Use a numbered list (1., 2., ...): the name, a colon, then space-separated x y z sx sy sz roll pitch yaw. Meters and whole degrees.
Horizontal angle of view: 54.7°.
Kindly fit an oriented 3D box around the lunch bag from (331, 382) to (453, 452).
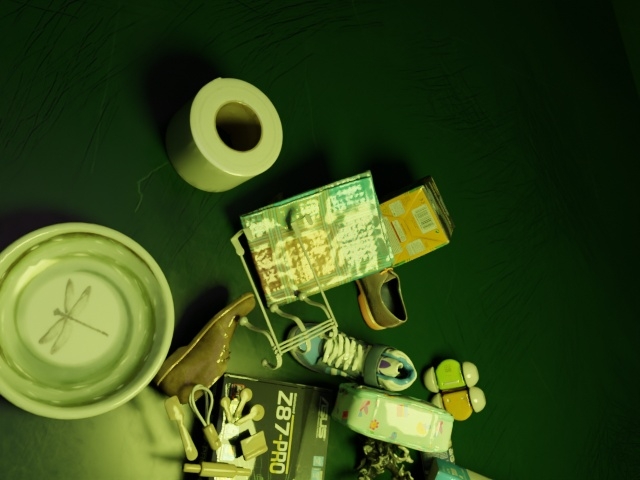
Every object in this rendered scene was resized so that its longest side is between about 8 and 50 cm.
1. lunch bag: 0.168 0.426 1.524 0.279 0.224 0.108 17 82 -8

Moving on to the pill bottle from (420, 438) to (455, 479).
1. pill bottle: 0.334 0.601 1.786 0.094 0.094 0.169 -6 84 -35

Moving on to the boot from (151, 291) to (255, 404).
1. boot: -0.243 0.249 1.442 0.115 0.112 0.305 40 67 8

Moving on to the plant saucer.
1. plant saucer: -0.513 0.165 1.299 0.400 0.100 0.401 7 77 -32

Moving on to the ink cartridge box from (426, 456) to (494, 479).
1. ink cartridge box: 0.444 0.793 1.622 0.394 0.166 0.286 19 86 8

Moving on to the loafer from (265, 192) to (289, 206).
1. loafer: -0.082 -0.022 1.655 0.220 0.078 0.080 63 14 -17

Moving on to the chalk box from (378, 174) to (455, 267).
1. chalk box: 0.270 -0.067 1.798 0.180 0.179 0.289 64 19 -4

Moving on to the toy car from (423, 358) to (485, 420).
1. toy car: 0.405 0.438 1.854 0.136 0.159 0.182 -12 86 -70

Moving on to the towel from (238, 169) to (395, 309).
1. towel: 0.000 0.000 1.609 0.370 0.040 0.272 -20 104 -13

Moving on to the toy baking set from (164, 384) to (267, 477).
1. toy baking set: -0.230 0.420 1.361 0.256 0.030 0.197 12 77 -31

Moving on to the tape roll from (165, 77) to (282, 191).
1. tape roll: -0.239 -0.255 1.529 0.246 0.169 0.246 7 77 -33

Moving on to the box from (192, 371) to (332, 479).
1. box: -0.139 0.535 1.480 0.318 0.097 0.395 19 69 -33

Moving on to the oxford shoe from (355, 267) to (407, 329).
1. oxford shoe: 0.155 0.072 1.749 0.130 0.132 0.364 -24 94 -34

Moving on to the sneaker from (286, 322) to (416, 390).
1. sneaker: 0.098 0.298 1.602 0.322 0.236 0.130 31 65 -26

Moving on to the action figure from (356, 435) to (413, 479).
1. action figure: 0.177 0.589 1.582 0.164 0.276 0.141 -48 147 5

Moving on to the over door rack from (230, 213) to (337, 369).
1. over door rack: -0.092 0.115 1.480 0.239 0.108 0.324 -18 95 -51
